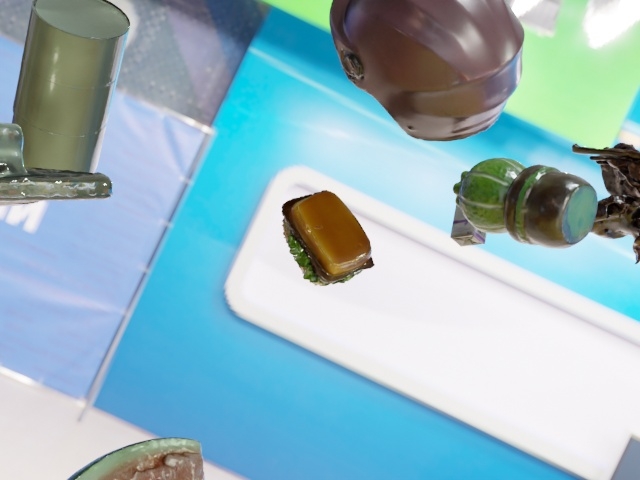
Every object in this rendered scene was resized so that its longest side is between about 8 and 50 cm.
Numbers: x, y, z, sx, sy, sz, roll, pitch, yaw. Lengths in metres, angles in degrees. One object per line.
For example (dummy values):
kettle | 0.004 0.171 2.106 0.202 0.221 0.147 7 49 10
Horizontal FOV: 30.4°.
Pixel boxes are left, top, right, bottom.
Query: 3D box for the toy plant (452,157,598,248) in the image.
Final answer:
toy plant | 0.222 -0.044 1.319 0.162 0.093 0.093 14 -7 42

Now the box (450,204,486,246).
box | 0.247 -0.050 1.907 0.050 0.117 0.036 -8 -31 37

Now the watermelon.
watermelon | -0.315 0.493 2.059 0.283 0.292 0.250 -21 2 -26

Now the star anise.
star anise | 0.451 -0.046 1.547 0.220 0.190 0.126 -2 -12 -10

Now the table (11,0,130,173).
table | -0.332 -0.199 1.536 0.126 0.220 0.126 15 34 -10

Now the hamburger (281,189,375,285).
hamburger | 0.000 0.000 1.936 0.137 0.087 0.166 -17 69 -34

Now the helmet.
helmet | 0.178 -0.328 1.833 0.338 0.271 0.197 56 -20 6

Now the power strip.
power strip | -0.338 -0.069 0.934 0.257 0.092 0.251 7 2 41
